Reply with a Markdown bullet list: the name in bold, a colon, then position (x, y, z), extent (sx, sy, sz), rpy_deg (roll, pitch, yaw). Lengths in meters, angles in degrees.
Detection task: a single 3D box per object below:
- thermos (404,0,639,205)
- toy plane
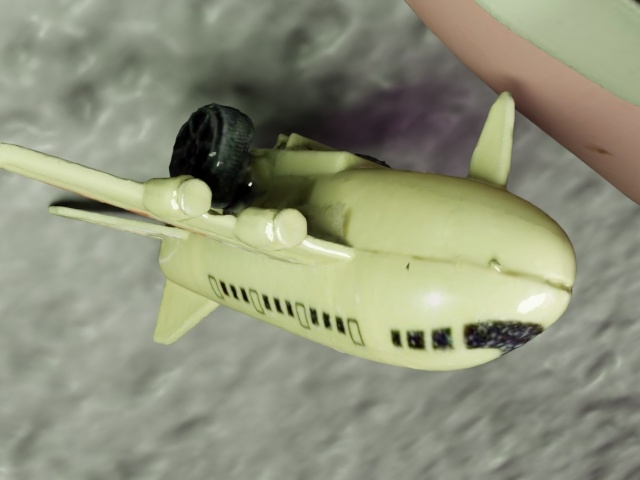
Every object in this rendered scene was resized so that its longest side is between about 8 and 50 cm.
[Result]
- **thermos**: position (0.076, -0.111, 0.402), extent (0.146, 0.176, 0.265), rpy_deg (-38, 135, 28)
- **toy plane**: position (0.000, 0.000, 0.466), extent (0.229, 0.092, 0.244), rpy_deg (19, 165, -34)
